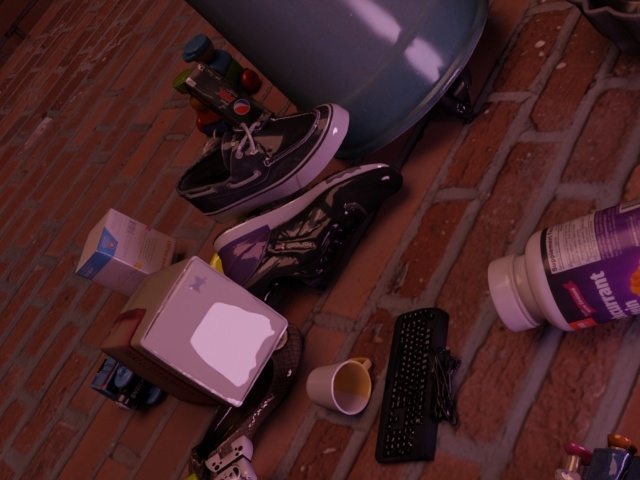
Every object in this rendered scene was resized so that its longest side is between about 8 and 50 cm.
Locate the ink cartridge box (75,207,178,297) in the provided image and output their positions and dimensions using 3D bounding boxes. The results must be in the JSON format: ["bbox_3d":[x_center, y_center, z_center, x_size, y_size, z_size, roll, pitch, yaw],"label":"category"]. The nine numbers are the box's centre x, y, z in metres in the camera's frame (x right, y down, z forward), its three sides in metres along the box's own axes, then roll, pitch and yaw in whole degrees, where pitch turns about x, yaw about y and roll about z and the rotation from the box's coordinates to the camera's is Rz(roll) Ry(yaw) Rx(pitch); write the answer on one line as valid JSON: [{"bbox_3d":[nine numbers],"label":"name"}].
[{"bbox_3d":[-0.314,0.031,1.359,0.090,0.143,0.092,-37,34,41],"label":"ink cartridge box"}]

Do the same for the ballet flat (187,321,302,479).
[{"bbox_3d":[-0.101,0.208,1.045,0.084,0.058,0.249,8,62,47],"label":"ballet flat"}]

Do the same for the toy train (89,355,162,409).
[{"bbox_3d":[-0.264,0.166,1.227,0.105,0.080,0.184,-3,54,50],"label":"toy train"}]

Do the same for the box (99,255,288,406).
[{"bbox_3d":[-0.171,0.123,1.058,0.126,0.149,0.232,-60,18,-21],"label":"box"}]

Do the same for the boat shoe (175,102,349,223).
[{"bbox_3d":[-0.092,-0.119,1.153,0.301,0.102,0.108,-24,46,41],"label":"boat shoe"}]

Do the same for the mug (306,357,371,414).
[{"bbox_3d":[0.022,0.173,0.973,0.064,0.078,0.062,-11,81,49],"label":"mug"}]

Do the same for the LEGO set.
[{"bbox_3d":[-0.147,0.341,0.949,0.227,0.087,0.093,-36,40,3],"label":"LEGO set"}]

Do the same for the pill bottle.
[{"bbox_3d":[0.271,0.029,0.814,0.194,0.108,0.108,-21,43,30],"label":"pill bottle"}]

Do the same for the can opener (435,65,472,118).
[{"bbox_3d":[0.190,-0.241,1.189,0.073,0.059,0.186,-46,27,30],"label":"can opener"}]

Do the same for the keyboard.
[{"bbox_3d":[0.107,0.151,0.917,0.100,0.038,0.192,-16,47,33],"label":"keyboard"}]

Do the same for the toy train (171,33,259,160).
[{"bbox_3d":[-0.220,-0.257,1.524,0.105,0.143,0.248,-10,49,39],"label":"toy train"}]

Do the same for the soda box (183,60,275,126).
[{"bbox_3d":[-0.158,-0.241,1.442,0.169,0.060,0.053,37,82,10],"label":"soda box"}]

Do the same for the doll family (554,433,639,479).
[{"bbox_3d":[0.253,0.238,0.626,0.263,0.118,0.163,-1,56,43],"label":"doll family"}]

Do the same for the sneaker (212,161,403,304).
[{"bbox_3d":[0.000,0.000,1.138,0.283,0.107,0.124,-27,71,9],"label":"sneaker"}]

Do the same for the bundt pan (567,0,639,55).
[{"bbox_3d":[0.458,-0.343,0.970,0.331,0.124,0.330,-26,40,25],"label":"bundt pan"}]

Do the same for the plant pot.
[{"bbox_3d":[0.004,-0.347,1.179,0.341,0.334,0.341,-39,30,28],"label":"plant pot"}]

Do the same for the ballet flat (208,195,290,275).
[{"bbox_3d":[-0.090,-0.024,1.240,0.077,0.077,0.231,15,74,51],"label":"ballet flat"}]
